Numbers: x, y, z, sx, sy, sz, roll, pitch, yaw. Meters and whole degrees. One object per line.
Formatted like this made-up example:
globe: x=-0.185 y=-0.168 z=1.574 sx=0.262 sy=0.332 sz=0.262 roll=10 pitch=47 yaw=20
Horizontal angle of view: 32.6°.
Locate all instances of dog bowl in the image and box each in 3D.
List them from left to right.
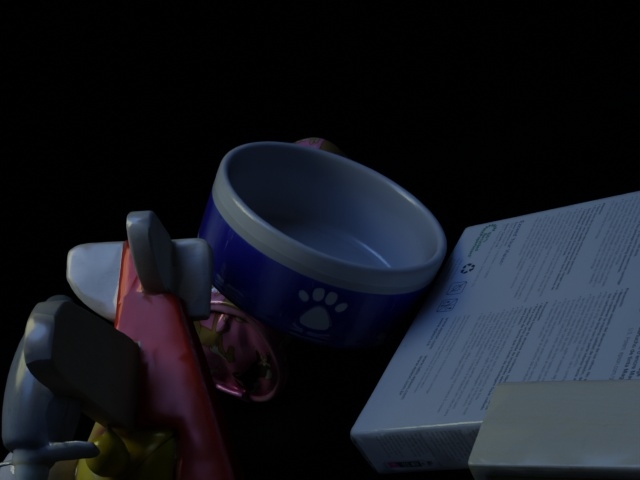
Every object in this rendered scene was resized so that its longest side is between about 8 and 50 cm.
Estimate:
dog bowl: x=0.000 y=0.000 z=1.208 sx=0.265 sy=0.264 sz=0.104 roll=-90 pitch=19 yaw=-62

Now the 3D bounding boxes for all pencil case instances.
pencil case: x=-0.054 y=0.028 z=1.412 sx=0.167 sy=0.160 sz=0.386 roll=-28 pitch=24 yaw=38

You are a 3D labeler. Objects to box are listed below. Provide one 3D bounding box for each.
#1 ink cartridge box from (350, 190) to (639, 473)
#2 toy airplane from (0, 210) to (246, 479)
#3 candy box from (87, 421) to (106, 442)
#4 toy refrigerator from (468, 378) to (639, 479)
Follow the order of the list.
ink cartridge box: x=0.228 y=0.079 z=1.046 sx=0.330 sy=0.071 sz=0.324 roll=-12 pitch=31 yaw=41
toy airplane: x=-0.186 y=0.170 z=1.041 sx=0.272 sy=0.386 sz=0.384 roll=-23 pitch=23 yaw=-1
candy box: x=-0.215 y=0.217 z=1.363 sx=0.109 sy=0.053 sz=0.187 roll=-3 pitch=30 yaw=8
toy refrigerator: x=0.250 y=0.163 z=0.762 sx=0.269 sy=0.102 sz=0.094 roll=-6 pitch=36 yaw=32
